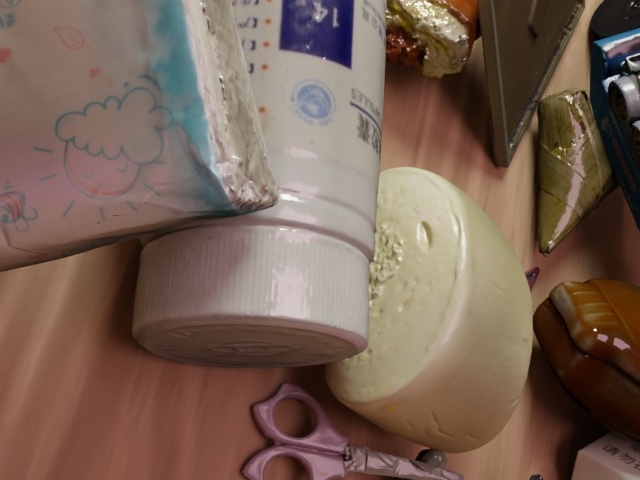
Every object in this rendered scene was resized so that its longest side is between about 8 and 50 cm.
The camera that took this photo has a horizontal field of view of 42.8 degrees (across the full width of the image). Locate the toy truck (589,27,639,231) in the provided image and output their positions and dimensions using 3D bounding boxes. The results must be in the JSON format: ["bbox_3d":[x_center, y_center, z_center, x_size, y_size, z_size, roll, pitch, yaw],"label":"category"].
[{"bbox_3d":[0.454,-0.098,1.011,0.146,0.175,0.367,-16,73,3],"label":"toy truck"}]

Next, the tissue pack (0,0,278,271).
[{"bbox_3d":[-0.182,-0.086,0.527,0.124,0.271,0.201,11,66,-79],"label":"tissue pack"}]

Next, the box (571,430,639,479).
[{"bbox_3d":[0.482,0.284,0.984,0.330,0.210,0.095,-11,116,-39],"label":"box"}]

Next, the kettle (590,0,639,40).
[{"bbox_3d":[0.500,-0.244,1.178,0.232,0.144,0.202,46,75,-25],"label":"kettle"}]

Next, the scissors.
[{"bbox_3d":[0.036,0.200,0.742,0.212,0.021,0.110,14,68,-11],"label":"scissors"}]

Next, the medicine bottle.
[{"bbox_3d":[-0.045,-0.068,0.675,0.190,0.190,0.332,15,70,-34],"label":"medicine bottle"}]

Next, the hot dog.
[{"bbox_3d":[0.126,-0.260,0.915,0.146,0.103,0.213,40,50,6],"label":"hot dog"}]

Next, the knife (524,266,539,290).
[{"bbox_3d":[0.191,0.086,0.933,0.247,0.018,0.035,-29,95,-39],"label":"knife"}]

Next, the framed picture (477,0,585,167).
[{"bbox_3d":[0.267,-0.290,0.997,0.335,0.022,0.247,-59,147,-31],"label":"framed picture"}]

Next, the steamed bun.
[{"bbox_3d":[0.112,0.061,0.763,0.200,0.155,0.250,36,50,-40],"label":"steamed bun"}]

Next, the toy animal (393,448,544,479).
[{"bbox_3d":[0.180,0.298,0.829,0.170,0.090,0.255,-36,94,-18],"label":"toy animal"}]

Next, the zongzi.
[{"bbox_3d":[0.292,-0.091,1.013,0.176,0.078,0.160,-36,105,-34],"label":"zongzi"}]

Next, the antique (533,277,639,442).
[{"bbox_3d":[0.378,0.143,0.954,0.278,0.129,0.223,13,32,-22],"label":"antique"}]
